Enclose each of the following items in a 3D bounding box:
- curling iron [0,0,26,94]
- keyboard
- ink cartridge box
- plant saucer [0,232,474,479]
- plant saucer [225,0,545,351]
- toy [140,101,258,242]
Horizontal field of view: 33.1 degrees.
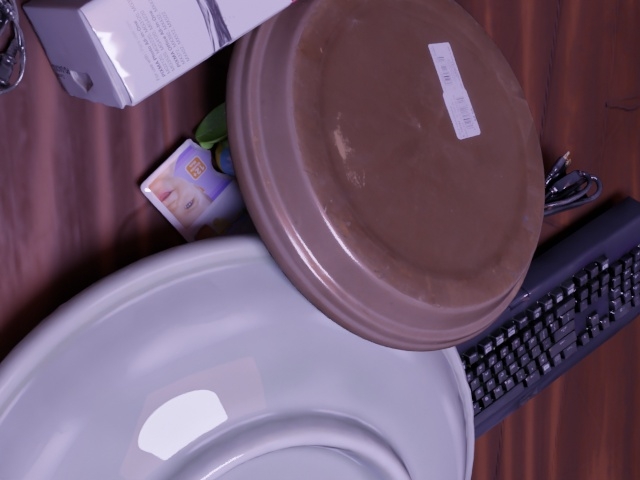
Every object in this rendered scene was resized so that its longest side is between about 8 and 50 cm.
[{"bbox_3d":[-0.275,-0.057,0.584,0.274,0.035,0.068,-37,117,-20],"label":"curling iron"},{"bbox_3d":[0.155,0.056,0.861,0.317,0.033,0.202,-32,125,-24],"label":"keyboard"},{"bbox_3d":[-0.087,-0.146,0.638,0.150,0.109,0.063,-36,118,-21],"label":"ink cartridge box"},{"bbox_3d":[-0.046,0.197,0.708,0.400,0.100,0.401,-10,112,-25],"label":"plant saucer"},{"bbox_3d":[0.060,-0.065,0.724,0.277,0.041,0.278,14,67,-36],"label":"plant saucer"},{"bbox_3d":[0.000,0.000,0.755,0.137,0.056,0.237,-47,120,-13],"label":"toy"}]
